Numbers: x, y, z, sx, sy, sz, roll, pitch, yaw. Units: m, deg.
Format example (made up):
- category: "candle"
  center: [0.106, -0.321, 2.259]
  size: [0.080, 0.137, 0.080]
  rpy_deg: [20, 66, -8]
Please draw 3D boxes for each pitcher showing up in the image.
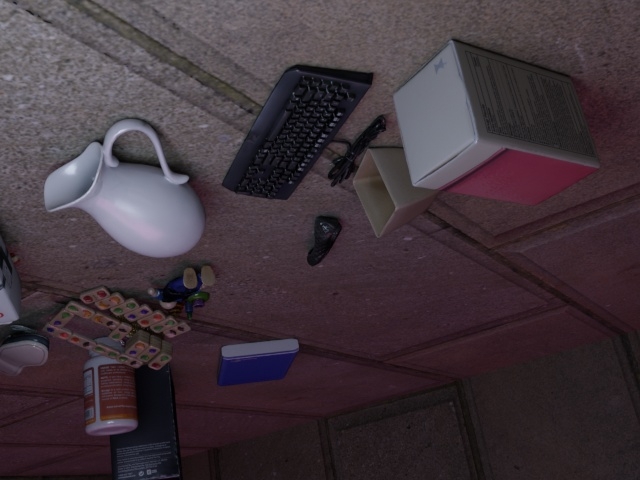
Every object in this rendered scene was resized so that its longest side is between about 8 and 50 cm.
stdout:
- category: "pitcher"
  center: [-0.245, -0.069, 1.024]
  size: [0.178, 0.125, 0.207]
  rpy_deg: [-40, 138, 20]

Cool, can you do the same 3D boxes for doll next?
- category: "doll"
  center: [-0.283, 0.097, 1.473]
  size: [0.129, 0.046, 0.189]
  rpy_deg: [-7, 165, -33]

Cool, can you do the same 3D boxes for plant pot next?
- category: "plant pot"
  center: [0.124, -0.083, 1.152]
  size: [0.096, 0.109, 0.109]
  rpy_deg: [-16, 160, -19]

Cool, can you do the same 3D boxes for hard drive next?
- category: "hard drive"
  center: [-0.189, 0.359, 2.137]
  size: [0.210, 0.040, 0.318]
  rpy_deg: [-4, 157, -12]

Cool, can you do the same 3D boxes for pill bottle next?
- category: "pill bottle"
  center: [-0.501, 0.345, 1.748]
  size: [0.121, 0.216, 0.121]
  rpy_deg: [-8, 158, -3]

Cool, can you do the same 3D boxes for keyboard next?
- category: "keyboard"
  center: [-0.008, -0.138, 1.054]
  size: [0.202, 0.033, 0.317]
  rpy_deg: [0, 156, -24]

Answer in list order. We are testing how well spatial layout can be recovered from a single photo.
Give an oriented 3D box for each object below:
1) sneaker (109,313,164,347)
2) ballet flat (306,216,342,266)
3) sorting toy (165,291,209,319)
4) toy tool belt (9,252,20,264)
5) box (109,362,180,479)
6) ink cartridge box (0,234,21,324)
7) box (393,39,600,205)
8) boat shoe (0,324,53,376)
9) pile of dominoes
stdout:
- category: "sneaker"
  center: [-0.431, 0.209, 1.646]
  size: [0.084, 0.069, 0.185]
  rpy_deg: [-23, 154, 16]
- category: "ballet flat"
  center: [0.000, 0.000, 1.380]
  size: [0.049, 0.057, 0.173]
  rpy_deg: [33, 151, 3]
- category: "sorting toy"
  center: [-0.287, 0.144, 1.587]
  size: [0.102, 0.042, 0.061]
  rpy_deg: [-10, 157, -1]
- category: "toy tool belt"
  center: [-0.537, 0.024, 1.191]
  size: [0.083, 0.052, 0.051]
  rpy_deg: [-16, 113, 2]
- category: "box"
  center: [-0.502, 0.555, 2.120]
  size: [0.179, 0.312, 0.343]
  rpy_deg: [-5, 156, -11]
- category: "ink cartridge box"
  center: [-0.551, 0.038, 1.093]
  size: [0.153, 0.086, 0.208]
  rpy_deg: [-7, 137, -8]
- category: "box"
  center: [0.233, -0.147, 0.978]
  size: [0.232, 0.148, 0.127]
  rpy_deg: [6, 153, -32]
- category: "boat shoe"
  center: [-0.636, 0.230, 1.579]
  size: [0.095, 0.079, 0.254]
  rpy_deg: [32, 145, -20]
- category: "pile of dominoes"
  center: [-0.422, 0.196, 1.533]
  size: [0.251, 0.040, 0.196]
  rpy_deg: [30, 125, -32]
